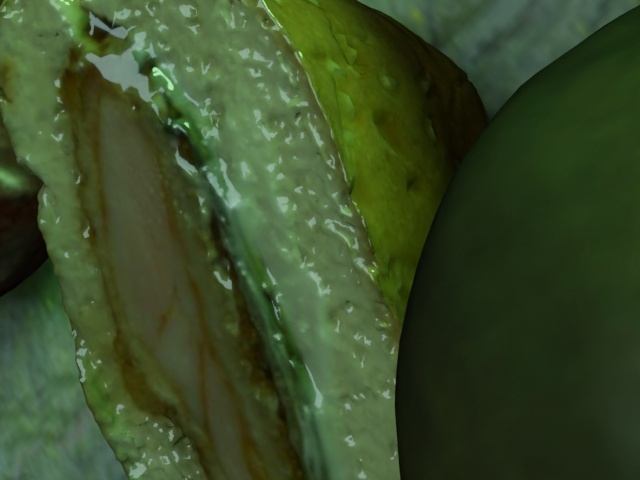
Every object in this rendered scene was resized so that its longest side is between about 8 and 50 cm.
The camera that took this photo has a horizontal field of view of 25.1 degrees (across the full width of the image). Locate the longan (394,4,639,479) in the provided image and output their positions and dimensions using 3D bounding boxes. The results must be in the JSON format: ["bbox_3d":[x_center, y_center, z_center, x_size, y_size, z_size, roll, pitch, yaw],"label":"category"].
[{"bbox_3d":[0.167,0.055,0.471,0.297,0.297,0.297,-4,82,32],"label":"longan"}]

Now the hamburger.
[{"bbox_3d":[-0.001,0.000,0.647,0.162,0.209,0.330,-14,103,31],"label":"hamburger"}]

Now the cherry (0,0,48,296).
[{"bbox_3d":[-0.250,-0.066,0.802,0.239,0.206,0.239,2,96,24],"label":"cherry"}]
